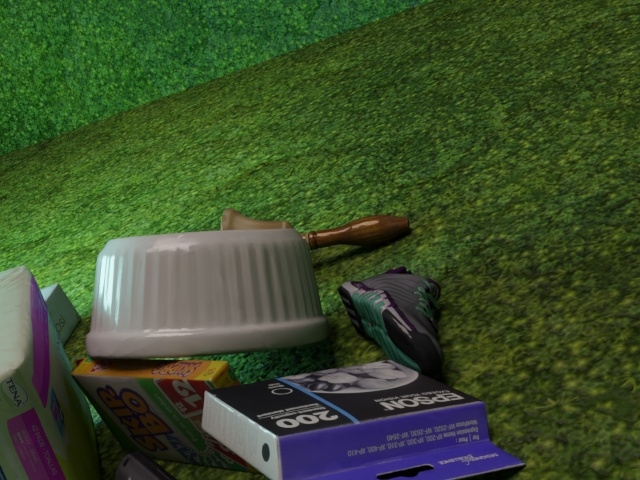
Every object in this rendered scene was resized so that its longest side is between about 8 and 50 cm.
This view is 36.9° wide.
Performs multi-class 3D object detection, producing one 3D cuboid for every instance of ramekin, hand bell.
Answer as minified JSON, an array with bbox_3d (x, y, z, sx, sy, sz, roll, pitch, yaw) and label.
[{"bbox_3d":[-0.127,0.056,1.074,0.273,0.127,0.273,-4,-2,0],"label":"ramekin"},{"bbox_3d":[0.000,0.000,1.288,0.242,0.126,0.126,-9,25,10],"label":"hand bell"}]

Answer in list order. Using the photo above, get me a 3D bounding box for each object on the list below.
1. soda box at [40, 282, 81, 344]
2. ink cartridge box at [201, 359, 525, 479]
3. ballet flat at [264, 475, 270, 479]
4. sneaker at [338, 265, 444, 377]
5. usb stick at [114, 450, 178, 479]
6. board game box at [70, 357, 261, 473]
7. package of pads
[{"bbox_3d":[-0.441,0.154,1.441,0.069,0.074,0.216,-20,23,16],"label":"soda box"},{"bbox_3d":[0.031,0.158,0.821,0.206,0.045,0.208,-4,11,-29],"label":"ink cartridge box"},{"bbox_3d":[0.001,0.245,0.744,0.086,0.086,0.248,-34,24,-16],"label":"ballet flat"},{"bbox_3d":[0.095,0.071,1.012,0.098,0.083,0.223,-26,21,-10],"label":"sneaker"},{"bbox_3d":[-0.124,0.260,0.852,0.045,0.077,0.278,1,6,-31],"label":"usb stick"},{"bbox_3d":[-0.161,0.179,1.001,0.259,0.124,0.039,-4,33,45],"label":"board game box"},{"bbox_3d":[-0.317,0.182,1.036,0.101,0.229,0.296,-19,23,-8],"label":"package of pads"}]
